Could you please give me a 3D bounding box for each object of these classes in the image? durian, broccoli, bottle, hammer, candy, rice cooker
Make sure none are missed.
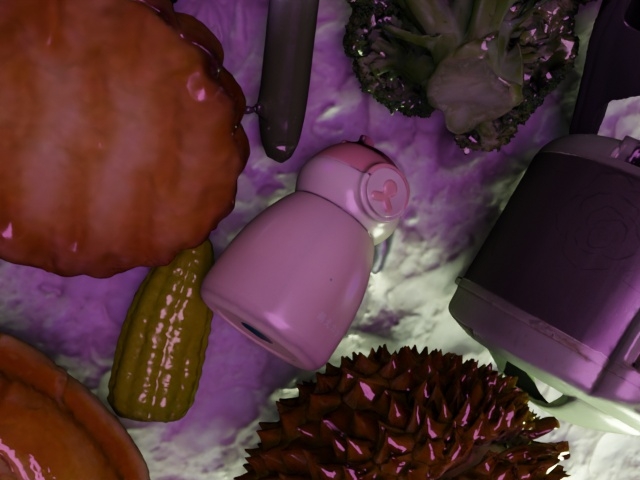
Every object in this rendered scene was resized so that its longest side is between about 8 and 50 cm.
[{"bbox_3d":[0.075,0.280,0.767,0.384,0.347,0.347,-36,108,13],"label":"durian"},{"bbox_3d":[0.150,-0.217,0.748,0.261,0.241,0.269,39,136,-22],"label":"broccoli"},{"bbox_3d":[0.000,0.000,0.779,0.147,0.147,0.236,39,74,-17],"label":"bottle"},{"bbox_3d":[-0.034,-0.234,0.741,0.119,0.206,0.335,5,119,-6],"label":"hammer"},{"bbox_3d":[-0.159,0.089,0.807,0.097,0.097,0.209,16,91,-16],"label":"candy"},{"bbox_3d":[0.301,0.057,0.804,0.288,0.288,0.277,30,90,-17],"label":"rice cooker"}]

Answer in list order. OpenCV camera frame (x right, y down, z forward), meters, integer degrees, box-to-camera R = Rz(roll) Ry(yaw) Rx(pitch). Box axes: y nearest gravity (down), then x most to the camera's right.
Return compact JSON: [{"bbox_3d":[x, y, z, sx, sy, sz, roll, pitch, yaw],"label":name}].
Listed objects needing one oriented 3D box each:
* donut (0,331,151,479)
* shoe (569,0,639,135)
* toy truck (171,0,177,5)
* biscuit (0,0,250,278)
[{"bbox_3d":[-0.388,0.281,0.739,0.449,0.198,0.448,-2,104,-10],"label":"donut"},{"bbox_3d":[0.326,-0.189,0.795,0.093,0.241,0.108,18,59,17],"label":"shoe"},{"bbox_3d":[-0.159,-0.336,0.706,0.136,0.111,0.285,19,97,-18],"label":"toy truck"},{"bbox_3d":[-0.227,-0.107,0.699,0.326,0.107,0.325,-1,130,-2],"label":"biscuit"}]
